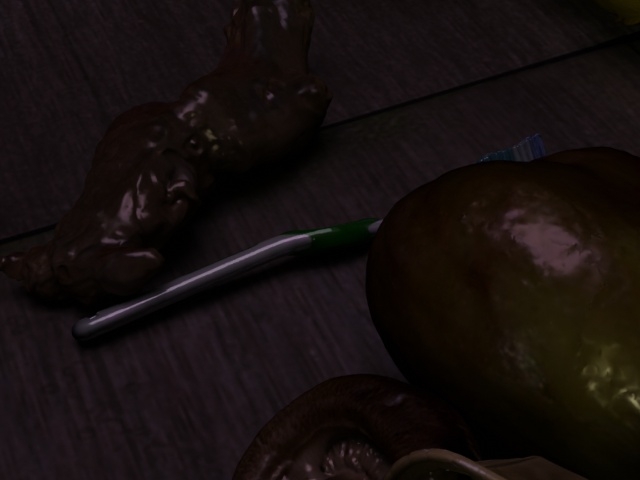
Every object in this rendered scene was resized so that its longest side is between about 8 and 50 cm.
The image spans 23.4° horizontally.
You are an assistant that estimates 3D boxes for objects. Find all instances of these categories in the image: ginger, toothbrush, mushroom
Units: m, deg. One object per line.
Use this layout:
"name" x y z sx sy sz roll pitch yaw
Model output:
"ginger" -0.076 -0.061 0.960 0.122 0.084 0.290 -5 36 41
"toothbrush" 0.001 0.002 0.897 0.304 0.030 0.030 -22 40 -14
"mushroom" 0.001 0.139 0.681 0.170 0.080 0.135 -42 33 -17

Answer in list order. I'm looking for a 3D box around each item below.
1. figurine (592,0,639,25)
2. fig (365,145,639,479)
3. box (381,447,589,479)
"figurine" 0.314 -0.230 1.016 0.327 0.169 0.218 -17 15 -2
"fig" 0.132 0.067 0.710 0.170 0.145 0.274 -2 48 -31
"box" 0.061 0.160 0.579 0.111 0.177 0.111 8 23 -3
